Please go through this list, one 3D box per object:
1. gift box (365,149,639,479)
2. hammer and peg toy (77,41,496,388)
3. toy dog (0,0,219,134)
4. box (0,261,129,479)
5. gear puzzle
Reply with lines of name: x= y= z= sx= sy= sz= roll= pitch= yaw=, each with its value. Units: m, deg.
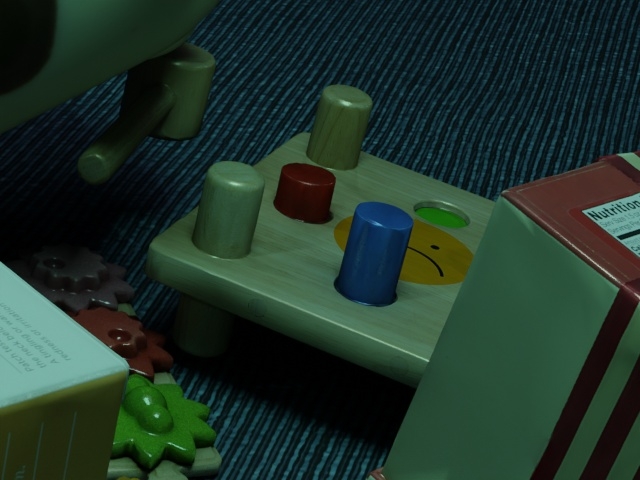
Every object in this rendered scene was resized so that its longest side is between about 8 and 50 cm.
gift box: x=0.191 y=0.130 z=0.926 sx=0.255 sy=0.258 sz=0.276 roll=-12 pitch=45 yaw=-41
hammer and peg toy: x=0.000 y=0.000 z=1.226 sx=0.361 sy=0.127 sz=0.266 roll=21 pitch=26 yaw=14
toy dog: x=-0.252 y=-0.119 z=1.124 sx=0.408 sy=0.284 sz=0.395 roll=-38 pitch=42 yaw=-13
box: x=-0.272 y=0.136 z=0.748 sx=0.345 sy=0.215 sz=0.168 roll=-15 pitch=38 yaw=-43
gear puzzle: x=-0.153 y=0.084 z=1.095 sx=0.175 sy=0.044 sz=0.339 roll=-1 pitch=30 yaw=-26
